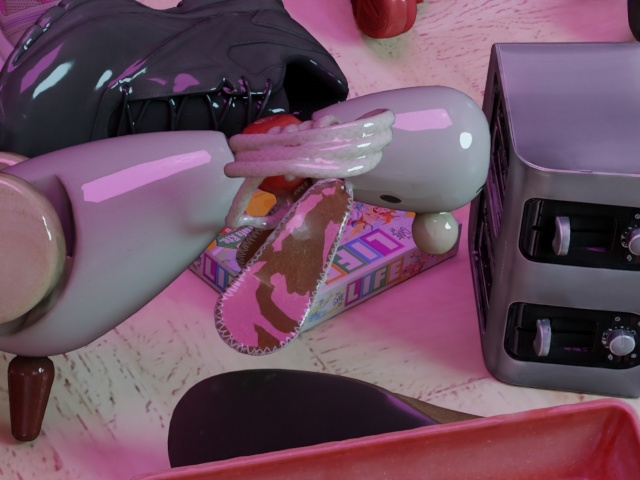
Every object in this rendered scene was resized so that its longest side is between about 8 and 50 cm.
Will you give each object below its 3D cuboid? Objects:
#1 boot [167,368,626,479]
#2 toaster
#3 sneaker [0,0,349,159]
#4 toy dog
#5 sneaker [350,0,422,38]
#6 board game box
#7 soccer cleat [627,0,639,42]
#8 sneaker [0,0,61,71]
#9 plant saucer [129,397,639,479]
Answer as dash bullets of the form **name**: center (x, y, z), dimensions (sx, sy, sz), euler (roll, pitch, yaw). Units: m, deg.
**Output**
- **boot**: center (0.069, 0.134, 1.067), dimensions (0.305, 0.112, 0.115), euler (11, 7, 13)
- **toaster**: center (0.156, -0.024, 1.200), dimensions (0.110, 0.168, 0.186), euler (2, 38, -4)
- **sneaker**: center (-0.093, -0.100, 1.305), dimensions (0.286, 0.109, 0.130), euler (-23, 52, -41)
- **toy dog**: center (-0.074, 0.018, 1.094), dimensions (0.333, 0.161, 0.220), euler (-6, 10, 21)
- **sneaker**: center (0.085, -0.230, 1.530), dimensions (0.128, 0.087, 0.221), euler (-1, 39, -7)
- **board game box**: center (0.000, 0.000, 1.263), dimensions (0.154, 0.026, 0.103), euler (-26, 48, -35)
- **soccer cleat**: center (0.374, -0.160, 1.475), dimensions (0.289, 0.093, 0.121), euler (15, 31, 10)
- **sneaker**: center (-0.205, -0.199, 1.405), dimensions (0.103, 0.111, 0.252), euler (6, 33, -41)
- **plant saucer**: center (0.054, 0.205, 0.898), dimensions (0.258, 0.048, 0.259), euler (-9, 50, -8)
